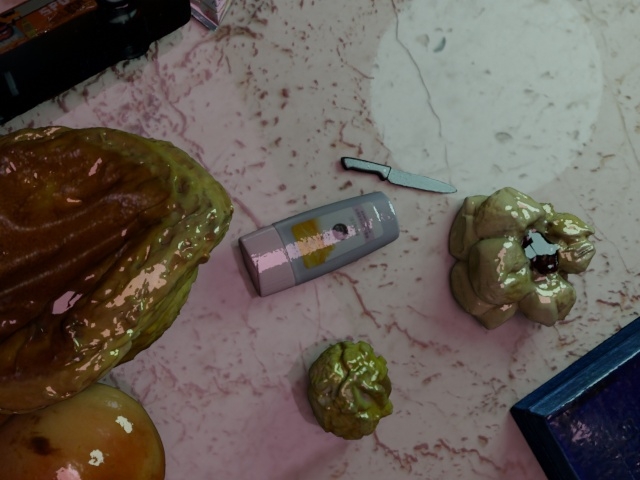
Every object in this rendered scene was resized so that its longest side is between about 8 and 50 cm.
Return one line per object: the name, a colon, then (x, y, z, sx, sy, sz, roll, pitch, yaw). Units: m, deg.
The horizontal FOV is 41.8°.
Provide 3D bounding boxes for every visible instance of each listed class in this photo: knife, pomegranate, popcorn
knife: (0.106, -0.084, 1.117, 0.170, 0.010, 0.023, 12, 82, -16)
pomegranate: (-0.265, 0.249, 0.896, 0.209, 0.209, 0.209, 1, 85, -15)
popcorn: (0.039, 0.184, 1.029, 0.116, 0.106, 0.120, 29, 79, -2)

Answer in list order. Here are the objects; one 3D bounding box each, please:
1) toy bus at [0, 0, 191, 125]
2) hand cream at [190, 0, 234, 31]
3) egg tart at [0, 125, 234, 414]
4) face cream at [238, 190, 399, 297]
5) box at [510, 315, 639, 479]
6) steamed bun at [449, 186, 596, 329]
toy bus: (-0.333, -0.203, 0.938, 0.409, 0.093, 0.092, -34, 57, -20)
hand cream: (-0.101, -0.368, 1.068, 0.067, 0.043, 0.209, 36, 83, -10)
egg tart: (-0.281, 0.028, 0.890, 0.340, 0.153, 0.351, 25, 69, 23)
face cream: (0.000, 0.000, 1.056, 0.198, 0.057, 0.084, -22, 91, -16)
box: (0.444, 0.268, 1.133, 0.279, 0.116, 0.261, -31, 95, -14)
steamed bun: (0.264, 0.028, 1.102, 0.178, 0.106, 0.192, 18, 83, -12)
